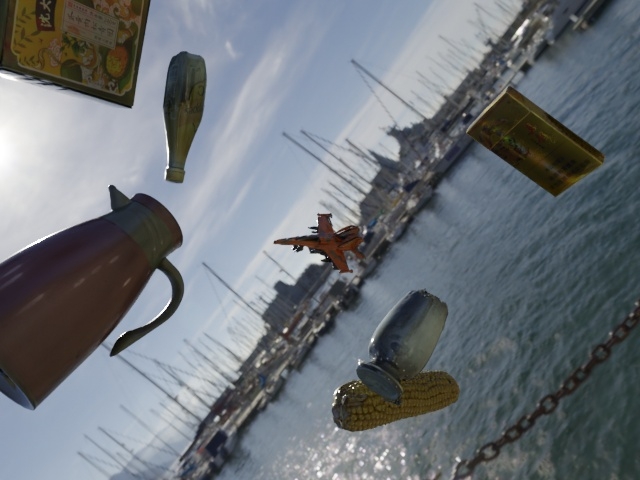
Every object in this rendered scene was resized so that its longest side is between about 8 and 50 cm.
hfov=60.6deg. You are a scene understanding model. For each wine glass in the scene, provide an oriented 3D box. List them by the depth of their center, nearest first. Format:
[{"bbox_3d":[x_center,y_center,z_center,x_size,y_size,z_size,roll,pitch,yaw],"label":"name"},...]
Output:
[{"bbox_3d":[0.155,0.189,1.017,0.204,0.111,0.111,-51,-2,-27],"label":"wine glass"}]

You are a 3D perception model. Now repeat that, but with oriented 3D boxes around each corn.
[{"bbox_3d":[0.156,0.316,1.113,0.293,0.106,0.106,-4,-30,-29],"label":"corn"}]

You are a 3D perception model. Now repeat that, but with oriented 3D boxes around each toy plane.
[{"bbox_3d":[-0.005,0.007,0.993,0.189,0.135,0.062,-8,-31,-26],"label":"toy plane"}]

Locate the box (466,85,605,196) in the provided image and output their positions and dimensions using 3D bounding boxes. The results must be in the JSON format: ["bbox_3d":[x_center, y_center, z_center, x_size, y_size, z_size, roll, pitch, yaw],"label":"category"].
[{"bbox_3d":[0.281,-0.127,0.721,0.022,0.156,0.089,-58,6,-36],"label":"box"}]

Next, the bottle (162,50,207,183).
[{"bbox_3d":[-0.281,-0.247,1.115,0.083,0.083,0.269,115,158,-80],"label":"bottle"}]

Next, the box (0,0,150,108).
[{"bbox_3d":[-0.690,-0.598,1.513,0.420,0.138,0.372,5,-84,-58],"label":"box"}]

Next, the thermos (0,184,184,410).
[{"bbox_3d":[-0.273,0.060,0.645,0.146,0.176,0.265,-12,26,47],"label":"thermos"}]
